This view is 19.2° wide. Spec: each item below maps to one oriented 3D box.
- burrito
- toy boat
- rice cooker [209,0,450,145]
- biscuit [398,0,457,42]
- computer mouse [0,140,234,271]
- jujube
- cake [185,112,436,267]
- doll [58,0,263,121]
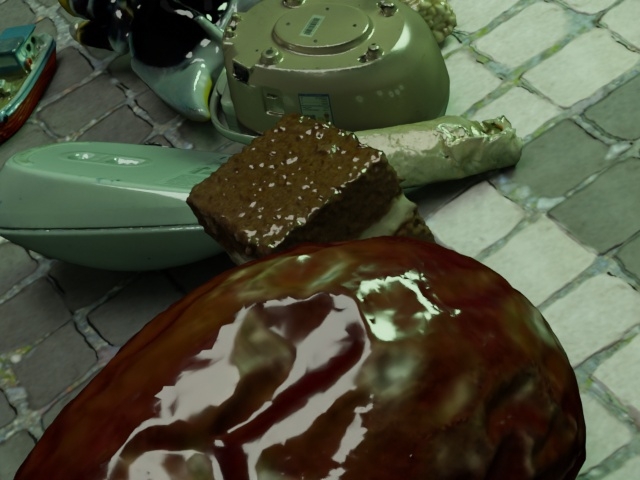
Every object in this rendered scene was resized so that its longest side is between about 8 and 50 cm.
[{"bbox_3d":[0.069,-0.071,1.531,0.188,0.045,0.058,-10,39,4],"label":"burrito"},{"bbox_3d":[-0.320,-0.155,1.896,0.069,0.058,0.173,-3,44,30],"label":"toy boat"},{"bbox_3d":[0.006,-0.139,1.607,0.206,0.127,0.145,6,48,15],"label":"rice cooker"},{"bbox_3d":[0.061,-0.225,1.728,0.082,0.070,0.168,-36,38,5],"label":"biscuit"},{"bbox_3d":[-0.146,-0.021,1.586,0.288,0.097,0.159,8,15,22],"label":"computer mouse"},{"bbox_3d":[-0.017,0.154,1.176,0.377,0.276,0.276,-43,39,-16],"label":"jujube"},{"bbox_3d":[0.000,0.000,1.433,0.134,0.147,0.135,-37,37,-14],"label":"cake"},{"bbox_3d":[-0.145,-0.207,1.804,0.145,0.103,0.316,-33,40,-25],"label":"doll"}]
